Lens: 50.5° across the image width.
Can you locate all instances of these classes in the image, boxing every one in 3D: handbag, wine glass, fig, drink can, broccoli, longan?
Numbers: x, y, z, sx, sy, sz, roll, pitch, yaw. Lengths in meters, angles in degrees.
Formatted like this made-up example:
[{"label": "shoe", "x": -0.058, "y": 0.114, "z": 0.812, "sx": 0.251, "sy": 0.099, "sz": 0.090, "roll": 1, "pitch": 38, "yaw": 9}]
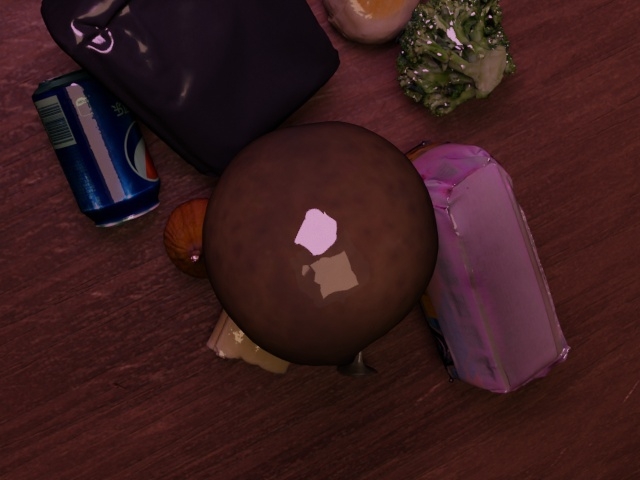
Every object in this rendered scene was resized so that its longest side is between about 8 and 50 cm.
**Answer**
[{"label": "handbag", "x": -0.146, "y": -0.263, "z": 0.844, "sx": 0.275, "sy": 0.178, "sz": 0.302, "roll": -43, "pitch": 142, "yaw": 1}, {"label": "wine glass", "x": 0.072, "y": 0.085, "z": 1.070, "sx": 0.074, "sy": 0.074, "sz": 0.262, "roll": 4, "pitch": 100, "yaw": -13}, {"label": "fig", "x": -0.160, "y": -0.006, "z": 0.963, "sx": 0.119, "sy": 0.153, "sz": 0.119, "roll": 3, "pitch": 82, "yaw": -24}, {"label": "drink can", "x": -0.296, "y": -0.126, "z": 0.914, "sx": 0.118, "sy": 0.118, "sz": 0.205, "roll": -19, "pitch": 108, "yaw": -6}, {"label": "broccoli", "x": 0.190, "y": -0.266, "z": 0.955, "sx": 0.195, "sy": 0.156, "sz": 0.195, "roll": -8, "pitch": 117, "yaw": -15}, {"label": "longan", "x": 0.000, "y": 0.000, "z": 0.859, "sx": 0.319, "sy": 0.319, "sz": 0.319, "roll": -3, "pitch": 104, "yaw": -11}]

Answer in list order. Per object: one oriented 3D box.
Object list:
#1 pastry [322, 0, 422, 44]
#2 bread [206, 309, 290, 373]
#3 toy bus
[{"label": "pastry", "x": 0.074, "y": -0.355, "z": 0.947, "sx": 0.156, "sy": 0.092, "sz": 0.156, "roll": -5, "pitch": 109, "yaw": -16}, {"label": "bread", "x": -0.079, "y": 0.109, "z": 1.046, "sx": 0.139, "sy": 0.060, "sz": 0.178, "roll": 21, "pitch": 99, "yaw": -16}, {"label": "toy bus", "x": 0.236, "y": 0.036, "z": 1.019, "sx": 0.171, "sy": 0.162, "sz": 0.386, "roll": -31, "pitch": 108, "yaw": -22}]
